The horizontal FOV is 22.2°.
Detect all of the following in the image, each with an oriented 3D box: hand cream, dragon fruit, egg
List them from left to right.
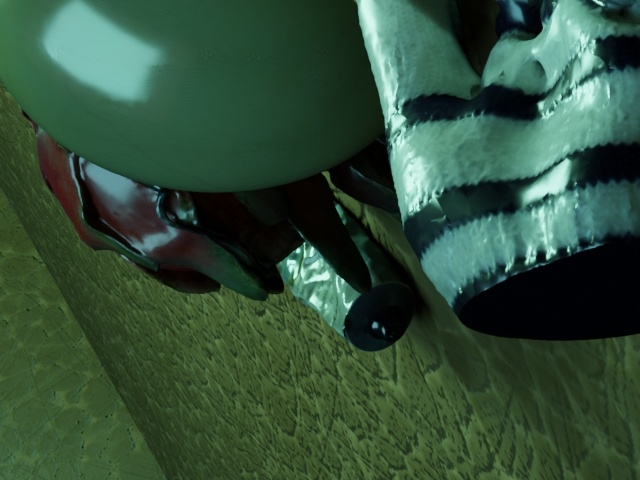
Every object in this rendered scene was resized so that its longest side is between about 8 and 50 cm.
[{"bbox_3d":[-0.056,-0.115,0.767,0.241,0.186,0.186,23,143,37],"label":"egg"},{"bbox_3d":[-0.069,-0.061,0.963,0.274,0.193,0.192,56,138,23],"label":"dragon fruit"},{"bbox_3d":[0.001,0.000,1.102,0.248,0.052,0.075,-128,40,-56],"label":"hand cream"}]

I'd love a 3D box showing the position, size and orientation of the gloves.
[{"bbox_3d":[0.076,-0.084,0.551,0.140,0.131,0.219,96,175,-68],"label":"gloves"}]
